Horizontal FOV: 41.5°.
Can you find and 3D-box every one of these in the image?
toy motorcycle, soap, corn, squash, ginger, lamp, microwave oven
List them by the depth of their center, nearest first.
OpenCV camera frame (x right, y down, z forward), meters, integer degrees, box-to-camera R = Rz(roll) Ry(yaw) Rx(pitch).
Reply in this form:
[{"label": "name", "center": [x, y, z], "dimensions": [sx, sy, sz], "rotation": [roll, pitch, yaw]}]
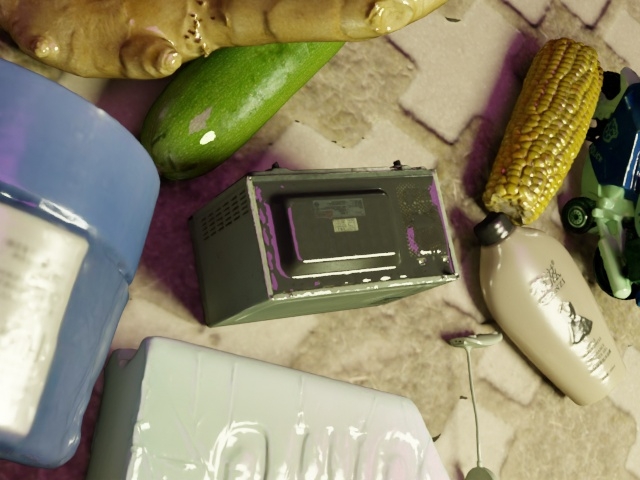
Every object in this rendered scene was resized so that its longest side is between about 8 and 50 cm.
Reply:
[{"label": "soap", "center": [-0.028, 0.225, 0.744], "dimensions": [0.347, 0.115, 0.208], "rotation": [19, 67, -29]}, {"label": "ginger", "center": [-0.067, -0.224, 0.760], "dimensions": [0.348, 0.363, 0.122], "rotation": [-46, 147, -23]}, {"label": "microwave oven", "center": [0.000, 0.000, 0.802], "dimensions": [0.205, 0.163, 0.129], "rotation": [-5, 77, -32]}, {"label": "squash", "center": [-0.051, -0.192, 0.862], "dimensions": [0.101, 0.101, 0.378], "rotation": [50, 57, -12]}, {"label": "lamp", "center": [0.181, 0.198, 0.933], "dimensions": [0.056, 0.050, 0.198], "rotation": [7, 72, -34]}, {"label": "corn", "center": [0.293, -0.150, 1.081], "dimensions": [0.101, 0.101, 0.310], "rotation": [38, 57, -20]}, {"label": "toy motorcycle", "center": [0.416, -0.082, 1.085], "dimensions": [0.125, 0.196, 0.331], "rotation": [9, 70, -32]}]

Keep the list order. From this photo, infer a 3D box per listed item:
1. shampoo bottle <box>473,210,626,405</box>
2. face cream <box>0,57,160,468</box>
[{"label": "shampoo bottle", "center": [0.267, 0.075, 1.008], "dimensions": [0.127, 0.078, 0.257], "rotation": [-41, 100, -17]}, {"label": "face cream", "center": [-0.257, 0.022, 0.568], "dimensions": [0.249, 0.249, 0.225], "rotation": [26, 66, -26]}]
